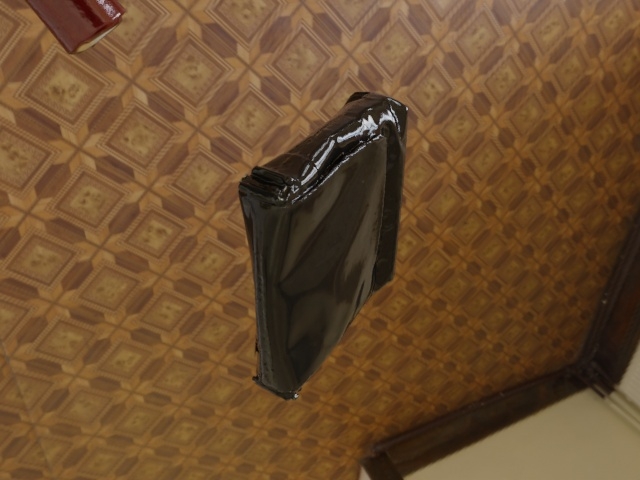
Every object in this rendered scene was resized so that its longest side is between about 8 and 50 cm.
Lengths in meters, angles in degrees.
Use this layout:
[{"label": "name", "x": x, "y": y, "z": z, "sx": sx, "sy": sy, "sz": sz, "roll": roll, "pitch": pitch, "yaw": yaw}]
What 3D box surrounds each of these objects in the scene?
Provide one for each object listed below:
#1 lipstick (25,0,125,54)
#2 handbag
[{"label": "lipstick", "x": -0.297, "y": -0.299, "z": 0.568, "sx": 0.080, "sy": 0.080, "sz": 0.241, "roll": -38, "pitch": 116, "yaw": -2}, {"label": "handbag", "x": 0.000, "y": 0.000, "z": 0.569, "sx": 0.223, "sy": 0.080, "sz": 0.247, "roll": -42, "pitch": 143, "yaw": -42}]
